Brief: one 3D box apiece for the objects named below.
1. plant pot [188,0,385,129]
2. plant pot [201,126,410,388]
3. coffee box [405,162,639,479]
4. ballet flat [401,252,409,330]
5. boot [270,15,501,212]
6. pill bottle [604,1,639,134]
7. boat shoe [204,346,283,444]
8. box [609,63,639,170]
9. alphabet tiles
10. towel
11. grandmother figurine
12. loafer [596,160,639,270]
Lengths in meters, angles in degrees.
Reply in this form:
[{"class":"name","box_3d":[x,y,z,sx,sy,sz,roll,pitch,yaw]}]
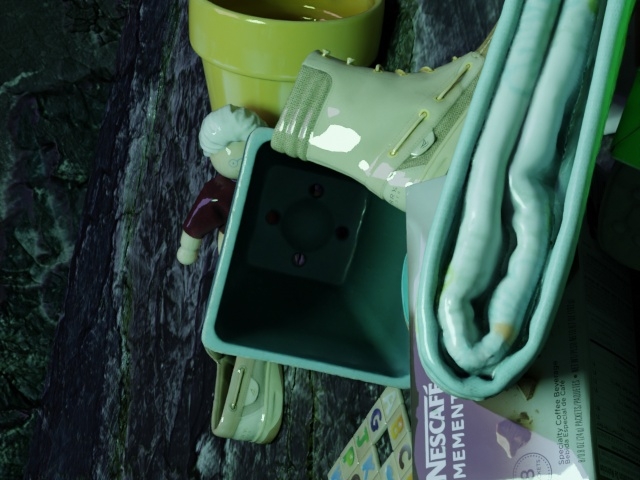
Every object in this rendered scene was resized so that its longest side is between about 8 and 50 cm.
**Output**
[{"class":"plant pot","box_3d":[-0.051,-0.225,1.701,0.254,0.254,0.239,-118,29,-56]},{"class":"plant pot","box_3d":[0.000,0.000,1.480,0.252,0.248,0.247,-128,52,-76]},{"class":"coffee box","box_3d":[0.174,0.086,1.098,0.168,0.119,0.297,-14,63,33]},{"class":"ballet flat","box_3d":[0.131,0.097,1.328,0.073,0.067,0.206,-24,58,35]},{"class":"boot","box_3d":[0.089,-0.160,1.300,0.262,0.203,0.095,-59,-21,-17]},{"class":"pill bottle","box_3d":[0.237,-0.221,1.146,0.131,0.131,0.229,153,125,-62]},{"class":"boat shoe","box_3d":[-0.114,0.143,1.840,0.109,0.098,0.302,136,138,-54]},{"class":"box","box_3d":[0.333,-0.137,0.757,0.127,0.231,0.262,44,120,60]},{"class":"alphabet tiles","box_3d":[0.068,0.309,1.461,0.237,0.009,0.198,-103,33,-44]},{"class":"towel","box_3d":[0.155,-0.068,0.894,0.320,0.090,0.374,43,-114,-79]},{"class":"grandmother figurine","box_3d":[-0.086,-0.022,1.655,0.104,0.208,0.342,39,147,51]},{"class":"loafer","box_3d":[0.316,-0.105,0.972,0.111,0.112,0.319,-51,-8,-51]}]
